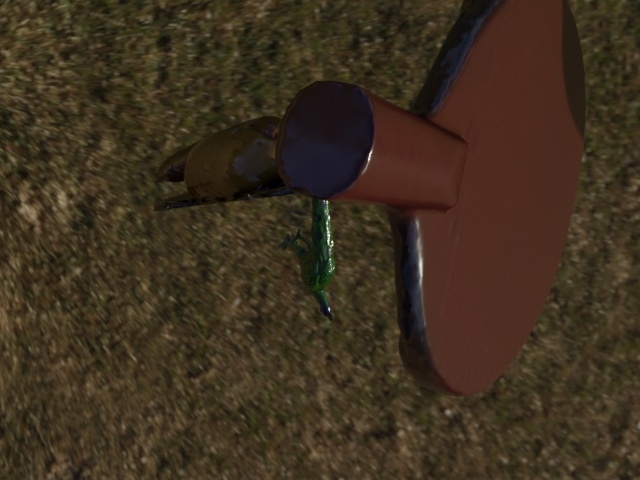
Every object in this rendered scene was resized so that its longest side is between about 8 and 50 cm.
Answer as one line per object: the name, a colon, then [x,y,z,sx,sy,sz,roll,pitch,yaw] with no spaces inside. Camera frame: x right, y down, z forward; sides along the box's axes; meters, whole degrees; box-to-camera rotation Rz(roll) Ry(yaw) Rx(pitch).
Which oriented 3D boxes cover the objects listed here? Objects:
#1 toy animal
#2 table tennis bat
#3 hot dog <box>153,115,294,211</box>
toy animal: [-0.012,-0.005,1.451,0.041,0.075,0.217,-28,131,-37]
table tennis bat: [0.069,-0.026,0.549,0.310,0.038,0.200,7,94,-64]
hot dog: [-0.121,-0.107,1.689,0.194,0.326,0.107,-13,96,-56]
